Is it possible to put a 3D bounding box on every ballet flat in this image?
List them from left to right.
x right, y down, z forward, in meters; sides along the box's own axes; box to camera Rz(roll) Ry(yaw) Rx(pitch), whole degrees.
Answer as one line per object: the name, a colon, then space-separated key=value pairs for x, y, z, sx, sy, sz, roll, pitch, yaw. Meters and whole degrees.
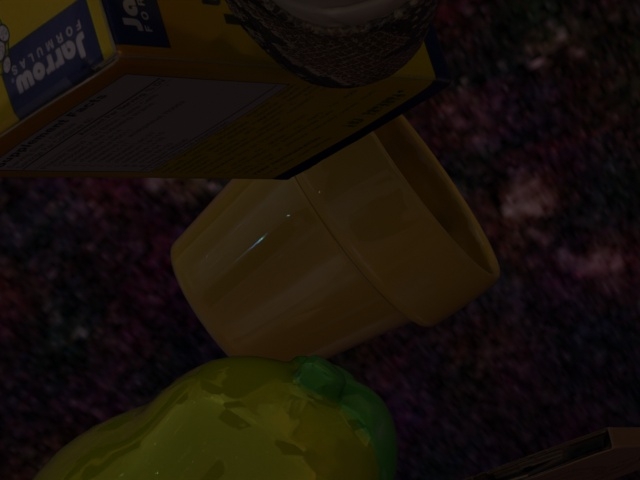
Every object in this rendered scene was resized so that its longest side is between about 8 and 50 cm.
ballet flat: x=-0.009 y=-0.269 z=1.053 sx=0.164 sy=0.483 sz=0.182 roll=-15 pitch=33 yaw=-6

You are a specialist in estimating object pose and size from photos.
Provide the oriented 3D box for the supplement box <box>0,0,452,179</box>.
supplement box: x=-0.104 y=-0.170 z=1.341 sx=0.194 sy=0.356 sz=0.195 roll=-28 pitch=73 yaw=37

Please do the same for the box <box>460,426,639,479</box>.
box: x=0.231 y=0.200 z=1.616 sx=0.164 sy=0.201 sz=0.021 roll=-25 pitch=71 yaw=29

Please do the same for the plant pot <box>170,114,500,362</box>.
plant pot: x=0.000 y=0.000 z=1.692 sx=0.239 sy=0.254 sz=0.254 roll=-35 pitch=55 yaw=12

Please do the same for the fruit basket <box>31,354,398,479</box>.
fruit basket: x=-0.114 y=0.214 z=0.878 sx=0.392 sy=0.283 sz=0.392 roll=3 pitch=80 yaw=-18
